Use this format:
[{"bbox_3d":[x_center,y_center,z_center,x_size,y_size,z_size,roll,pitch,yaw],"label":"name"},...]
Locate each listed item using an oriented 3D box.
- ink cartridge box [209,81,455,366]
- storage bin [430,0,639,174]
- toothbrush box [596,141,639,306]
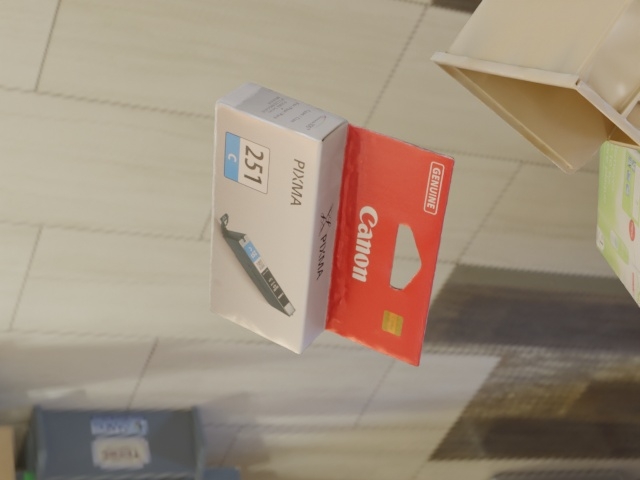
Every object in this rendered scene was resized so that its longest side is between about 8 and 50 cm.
[{"bbox_3d":[0.000,0.000,1.234,0.066,0.261,0.296,-42,146,-46],"label":"ink cartridge box"},{"bbox_3d":[0.299,-0.151,1.149,0.260,0.262,0.123,35,88,-27],"label":"storage bin"},{"bbox_3d":[0.471,-0.040,1.508,0.122,0.283,0.206,-4,111,-1],"label":"toothbrush box"}]
